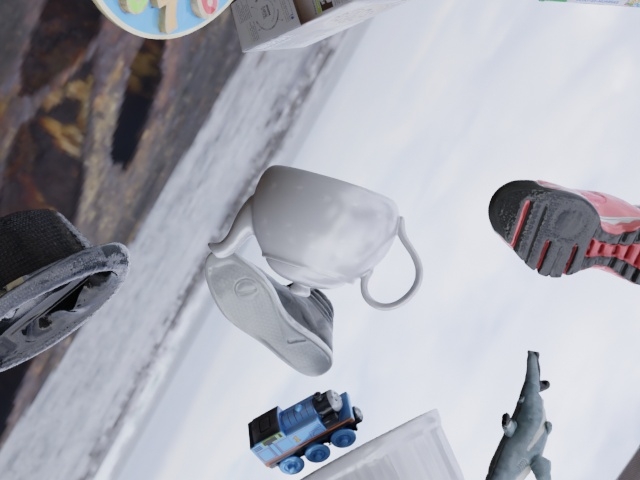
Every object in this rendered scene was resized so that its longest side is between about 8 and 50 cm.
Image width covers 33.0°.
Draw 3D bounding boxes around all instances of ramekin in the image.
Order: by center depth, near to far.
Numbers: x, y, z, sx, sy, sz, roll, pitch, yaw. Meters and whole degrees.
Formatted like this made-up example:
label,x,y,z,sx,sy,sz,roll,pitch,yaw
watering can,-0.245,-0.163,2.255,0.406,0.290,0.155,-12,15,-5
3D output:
label,x,y,z,sx,sy,sz,roll,pitch,yaw
ramekin,0.101,0.398,1.774,0.277,0.135,0.277,-27,167,-6

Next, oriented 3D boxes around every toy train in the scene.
label,x,y,z,sx,sy,sz,roll,pitch,yaw
toy train,-0.024,0.302,1.725,0.184,0.105,0.080,-30,-146,13

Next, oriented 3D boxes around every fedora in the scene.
label,x,y,z,sx,sy,sz,roll,pitch,yaw
fedora,-0.450,0.064,1.591,0.334,0.153,0.334,-32,166,-9

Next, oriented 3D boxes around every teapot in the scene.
label,x,y,z,sx,sy,sz,roll,pitch,yaw
teapot,0.000,0.000,1.710,0.256,0.252,0.187,13,-94,52

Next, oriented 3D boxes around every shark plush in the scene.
label,x,y,z,sx,sy,sz,roll,pitch,yaw
shark plush,0.220,0.203,1.164,0.073,0.067,0.161,28,-80,51

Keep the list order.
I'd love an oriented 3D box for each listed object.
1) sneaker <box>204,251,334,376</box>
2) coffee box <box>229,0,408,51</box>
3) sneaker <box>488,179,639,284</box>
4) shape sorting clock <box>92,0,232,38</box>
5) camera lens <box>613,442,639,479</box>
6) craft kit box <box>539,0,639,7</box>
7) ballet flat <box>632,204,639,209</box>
label,x,y,z,sx,sy,sz,roll,pitch,yaw
sneaker,-0.085,0.100,1.897,0.104,0.296,0.147,-37,-160,24
coffee box,-0.002,-0.431,1.892,0.168,0.119,0.297,-16,-178,-44
sneaker,0.340,-0.018,1.461,0.116,0.313,0.136,-67,-152,17
shape sorting clock,-0.095,-0.243,0.763,0.206,0.040,0.206,-33,134,-42
camera lens,0.529,0.449,1.646,0.274,0.219,0.219,-52,-178,-9
craft kit box,0.453,-0.519,1.877,0.061,0.246,0.250,118,-38,-55
ballet flat,0.593,-0.014,1.889,0.124,0.116,0.342,-21,170,16
